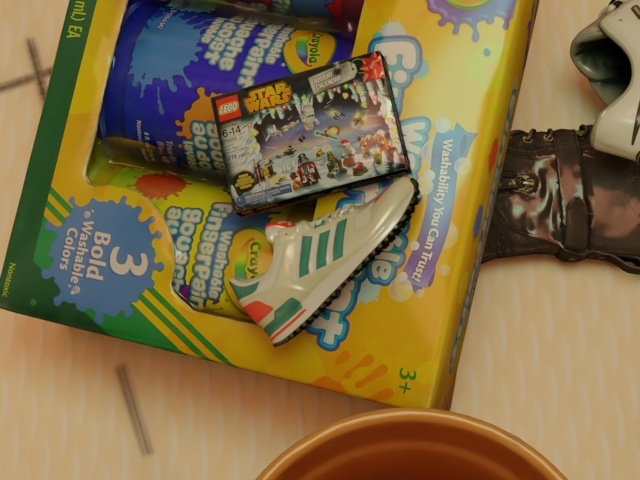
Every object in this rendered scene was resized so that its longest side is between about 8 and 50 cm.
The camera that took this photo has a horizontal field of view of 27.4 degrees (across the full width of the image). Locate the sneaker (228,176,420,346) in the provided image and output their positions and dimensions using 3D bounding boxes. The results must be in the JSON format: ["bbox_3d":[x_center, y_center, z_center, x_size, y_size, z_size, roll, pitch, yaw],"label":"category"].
[{"bbox_3d":[0.000,0.000,0.965,0.075,0.057,0.161,44,98,5],"label":"sneaker"}]

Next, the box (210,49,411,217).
[{"bbox_3d":[-0.008,-0.079,0.989,0.137,0.027,0.094,-15,80,11],"label":"box"}]

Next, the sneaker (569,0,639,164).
[{"bbox_3d":[0.303,-0.200,1.183,0.146,0.122,0.331,8,50,7],"label":"sneaker"}]

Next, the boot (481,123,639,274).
[{"bbox_3d":[0.183,-0.084,1.200,0.228,0.091,0.263,-8,79,-1],"label":"boot"}]

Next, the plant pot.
[{"bbox_3d":[0.069,0.292,0.992,0.290,0.203,0.291,-1,68,3],"label":"plant pot"}]

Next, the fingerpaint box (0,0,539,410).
[{"bbox_3d":[-0.028,-0.112,1.097,0.371,0.163,0.445,13,86,13],"label":"fingerpaint box"}]
